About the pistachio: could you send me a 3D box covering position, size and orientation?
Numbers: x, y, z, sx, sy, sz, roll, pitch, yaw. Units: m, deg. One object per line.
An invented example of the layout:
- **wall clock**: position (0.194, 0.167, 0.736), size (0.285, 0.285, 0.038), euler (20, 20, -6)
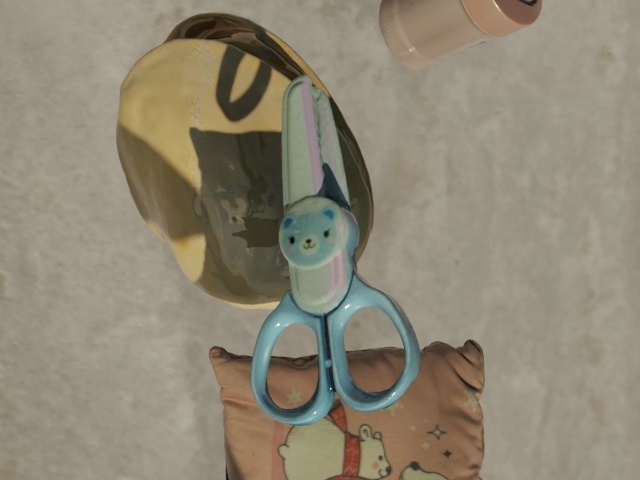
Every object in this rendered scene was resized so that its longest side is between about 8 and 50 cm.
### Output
- **pistachio**: position (-0.077, -0.072, 1.193), size (0.321, 0.238, 0.229), euler (60, 22, -18)

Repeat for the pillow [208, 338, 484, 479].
- **pillow**: position (0.027, 0.191, 0.888), size (0.223, 0.084, 0.236), euler (-4, 87, -7)

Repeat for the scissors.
- **scissors**: position (0.000, 0.000, 0.824), size (0.030, 0.125, 0.256), euler (27, 53, -58)

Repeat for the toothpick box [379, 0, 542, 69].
- **toothpick box**: position (0.148, -0.251, 1.232), size (0.098, 0.149, 0.098), euler (14, 69, -41)
